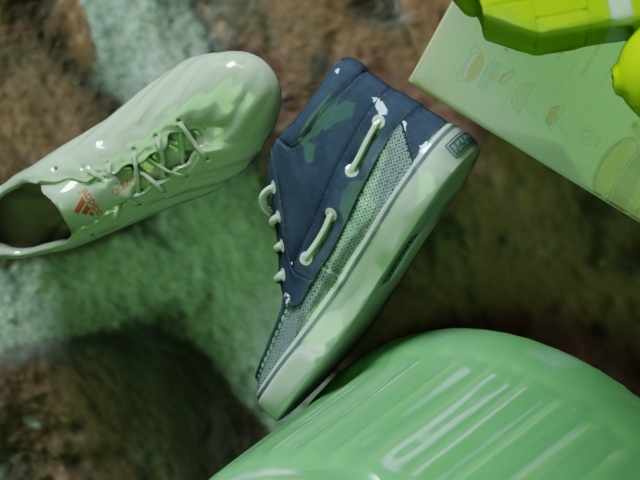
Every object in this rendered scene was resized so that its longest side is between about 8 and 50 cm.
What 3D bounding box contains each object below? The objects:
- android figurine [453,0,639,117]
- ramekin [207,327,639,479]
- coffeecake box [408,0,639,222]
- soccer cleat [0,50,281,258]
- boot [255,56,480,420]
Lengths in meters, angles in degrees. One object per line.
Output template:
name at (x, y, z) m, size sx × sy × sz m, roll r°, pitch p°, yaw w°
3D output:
android figurine at (0.142, -0.170, 0.627) m, size 0.272 × 0.056 × 0.248 m, roll -7°, pitch 85°, yaw 4°
ramekin at (0.058, 0.209, 0.773) m, size 0.303 × 0.148 × 0.303 m, roll 14°, pitch 113°, yaw 35°
coffeecake box at (0.157, -0.090, 0.706) m, size 0.185 × 0.068 × 0.142 m, roll 33°, pitch 116°, yaw 8°
soccer cleat at (-0.105, -0.037, 0.829) m, size 0.196 × 0.076 × 0.068 m, roll -27°, pitch 99°, yaw 28°
boot at (0.000, 0.000, 0.815) m, size 0.086 × 0.069 × 0.190 m, roll 38°, pitch 111°, yaw 12°
